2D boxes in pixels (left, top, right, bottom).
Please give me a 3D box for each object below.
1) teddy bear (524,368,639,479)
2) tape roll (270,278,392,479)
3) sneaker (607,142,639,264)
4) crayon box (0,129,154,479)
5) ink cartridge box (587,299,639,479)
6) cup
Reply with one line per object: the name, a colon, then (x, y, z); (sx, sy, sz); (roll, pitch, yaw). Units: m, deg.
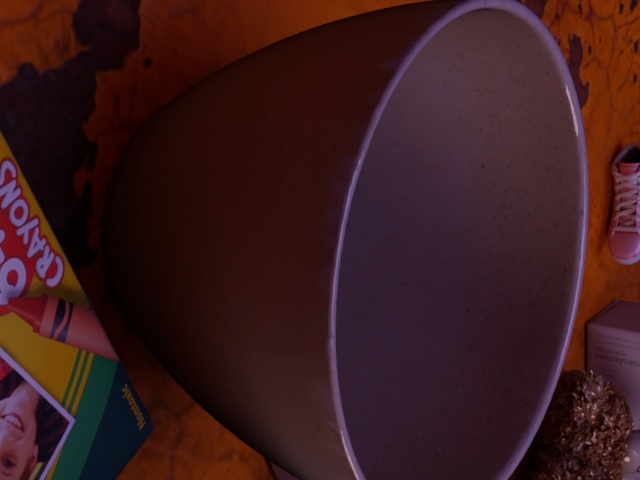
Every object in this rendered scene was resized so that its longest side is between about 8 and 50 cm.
teddy bear: (0.257, 0.304, 1.621); (0.338, 0.113, 0.245); (-59, 144, -30)
tape roll: (0.067, 0.096, 1.282); (0.286, 0.100, 0.286); (-21, 116, -54)
sneaker: (0.336, -0.045, 1.715); (0.070, 0.051, 0.134); (48, 55, -49)
crayon box: (-0.260, 0.077, 0.759); (0.313, 0.106, 0.363); (-55, 139, -35)
ink cartridge box: (0.384, 0.192, 1.742); (0.092, 0.160, 0.219); (-27, 119, -51)
cup: (0.000, 0.000, 1.026); (0.331, 0.237, 0.331); (-22, 116, -54)
